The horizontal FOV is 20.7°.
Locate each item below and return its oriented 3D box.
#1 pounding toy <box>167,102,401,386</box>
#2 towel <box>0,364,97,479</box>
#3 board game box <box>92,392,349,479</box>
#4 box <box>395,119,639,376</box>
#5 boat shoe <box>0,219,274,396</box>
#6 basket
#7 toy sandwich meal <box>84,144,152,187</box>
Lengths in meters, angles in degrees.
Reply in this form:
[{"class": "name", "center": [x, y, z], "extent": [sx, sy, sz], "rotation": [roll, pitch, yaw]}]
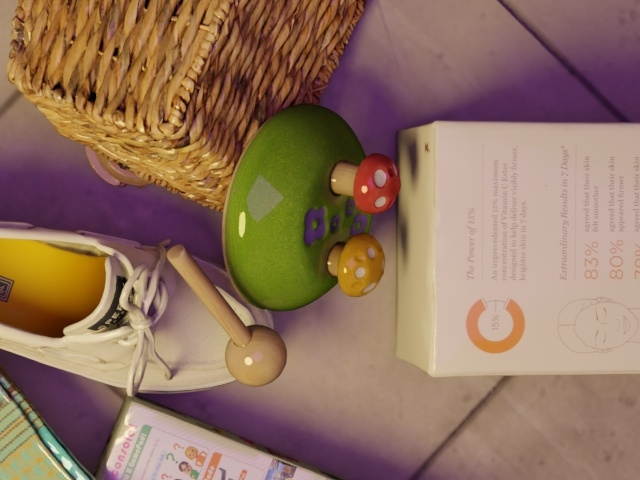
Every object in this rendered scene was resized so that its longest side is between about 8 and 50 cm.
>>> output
[{"class": "pounding toy", "center": [0.000, 0.000, 1.474], "extent": [0.237, 0.110, 0.183], "rotation": [-54, 141, -30]}, {"class": "towel", "center": [-0.265, 0.307, 1.456], "extent": [0.271, 0.040, 0.370], "rotation": [-41, 84, 9]}, {"class": "board game box", "center": [-0.070, 0.292, 1.538], "extent": [0.303, 0.097, 0.224], "rotation": [23, 89, -8]}, {"class": "box", "center": [0.248, 0.005, 1.541], "extent": [0.345, 0.168, 0.215], "rotation": [0, 91, -9]}, {"class": "boat shoe", "center": [-0.179, 0.049, 1.441], "extent": [0.367, 0.156, 0.136], "rotation": [19, 85, -28]}, {"class": "basket", "center": [-0.114, -0.202, 1.509], "extent": [0.213, 0.223, 0.299], "rotation": [20, 81, 25]}, {"class": "toy sandwich meal", "center": [-0.165, -0.084, 1.553], "extent": [0.085, 0.029, 0.085], "rotation": [1, 84, -10]}]
